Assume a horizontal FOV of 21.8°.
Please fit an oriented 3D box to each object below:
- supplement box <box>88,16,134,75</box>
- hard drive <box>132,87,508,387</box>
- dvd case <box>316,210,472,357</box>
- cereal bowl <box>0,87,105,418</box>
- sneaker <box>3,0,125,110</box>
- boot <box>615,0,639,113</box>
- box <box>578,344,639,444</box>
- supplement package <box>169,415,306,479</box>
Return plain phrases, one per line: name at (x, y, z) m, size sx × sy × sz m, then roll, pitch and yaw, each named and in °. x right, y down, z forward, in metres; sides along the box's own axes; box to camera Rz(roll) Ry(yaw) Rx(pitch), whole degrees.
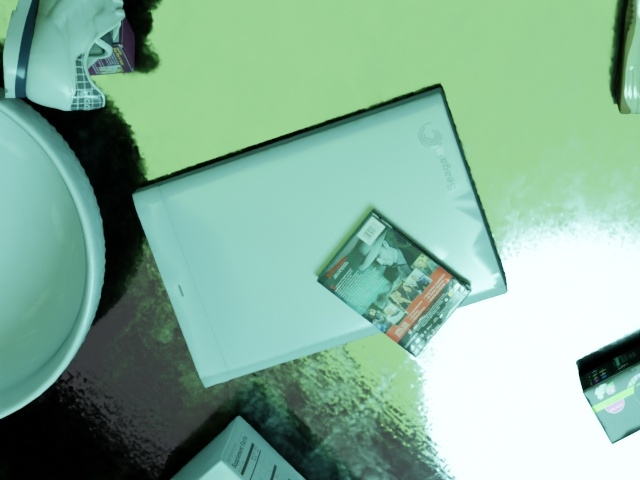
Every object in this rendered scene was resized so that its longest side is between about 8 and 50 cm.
supplement box at (-0.218, -0.182, 1.541) m, size 0.083 × 0.055 × 0.043 m, roll -4°, pitch 67°, yaw 5°
hard drive at (0.000, 0.000, 1.579) m, size 0.308 × 0.040 × 0.203 m, roll -18°, pitch 101°, yaw 9°
dvd case at (0.069, 0.041, 1.553) m, size 0.119 × 0.013 × 0.087 m, roll 37°, pitch 104°, yaw -5°
cereal bowl at (-0.360, 0.000, 1.558) m, size 0.339 × 0.141 × 0.339 m, roll 1°, pitch 102°, yaw 5°
sneaker at (-0.217, -0.224, 1.492) m, size 0.095 × 0.090 × 0.235 m, roll 10°, pitch 72°, yaw -1°
boot at (0.355, -0.210, 1.480) m, size 0.165 × 0.077 × 0.213 m, roll 6°, pitch 109°, yaw 4°
box at (0.296, 0.143, 1.578) m, size 0.083 × 0.052 × 0.062 m, roll -30°, pitch 98°, yaw 10°
supplement package at (-0.049, 0.315, 1.606) m, size 0.244 × 0.134 × 0.139 m, roll 45°, pitch 102°, yaw -6°
